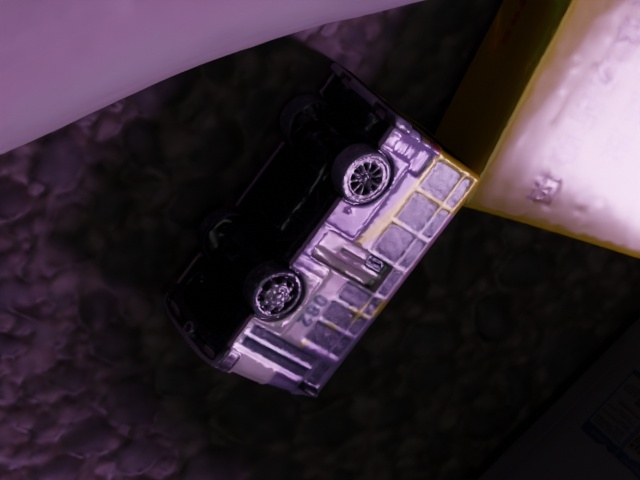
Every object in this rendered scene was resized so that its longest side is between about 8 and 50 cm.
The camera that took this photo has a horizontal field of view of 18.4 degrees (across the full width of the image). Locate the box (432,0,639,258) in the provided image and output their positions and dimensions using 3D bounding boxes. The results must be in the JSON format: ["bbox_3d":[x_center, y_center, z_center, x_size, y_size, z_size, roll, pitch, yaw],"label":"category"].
[{"bbox_3d":[0.181,-0.054,0.732,0.279,0.041,0.153,16,109,-34],"label":"box"}]

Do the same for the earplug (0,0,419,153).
[{"bbox_3d":[-0.123,-0.078,0.483,0.301,0.172,0.172,-26,129,-4],"label":"earplug"}]

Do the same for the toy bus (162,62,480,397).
[{"bbox_3d":[0.000,0.000,0.659,0.058,0.052,0.102,30,100,-38],"label":"toy bus"}]

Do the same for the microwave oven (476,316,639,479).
[{"bbox_3d":[0.167,0.142,0.736,0.162,0.208,0.122,-46,130,4],"label":"microwave oven"}]
